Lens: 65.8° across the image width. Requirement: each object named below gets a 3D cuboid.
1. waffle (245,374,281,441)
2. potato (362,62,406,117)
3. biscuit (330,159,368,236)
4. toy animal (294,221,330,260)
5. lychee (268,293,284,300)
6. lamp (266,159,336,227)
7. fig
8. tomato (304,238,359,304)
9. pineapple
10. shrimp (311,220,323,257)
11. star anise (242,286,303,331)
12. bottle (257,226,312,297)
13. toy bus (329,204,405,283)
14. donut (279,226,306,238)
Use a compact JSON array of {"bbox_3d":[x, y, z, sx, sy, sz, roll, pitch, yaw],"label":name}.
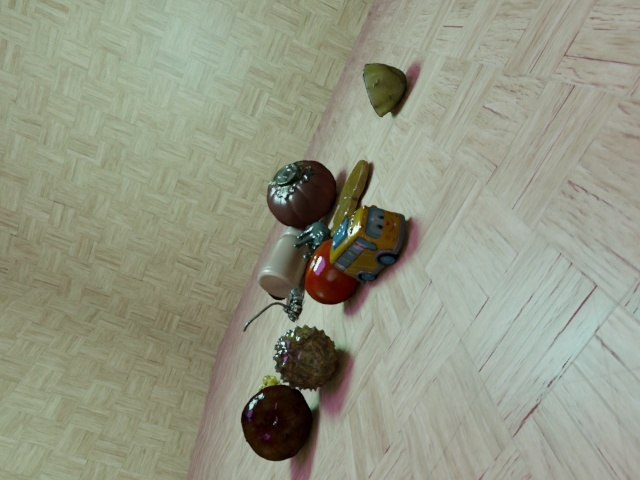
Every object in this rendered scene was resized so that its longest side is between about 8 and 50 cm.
[{"bbox_3d":[-0.209,0.591,1.763,0.219,0.057,0.229,-80,16,-46],"label":"waffle"},{"bbox_3d":[0.227,-0.518,1.644,0.117,0.182,0.202,-17,20,27],"label":"potato"},{"bbox_3d":[0.104,-0.143,1.707,0.202,0.044,0.289,139,149,-67],"label":"biscuit"},{"bbox_3d":[-0.020,0.007,1.822,0.137,0.082,0.269,-35,17,7],"label":"toy animal"},{"bbox_3d":[-0.174,0.203,2.165,0.128,0.123,0.124,-13,48,34],"label":"lychee"},{"bbox_3d":[-0.078,-0.195,2.058,0.302,0.257,0.303,-17,48,20],"label":"lamp"},{"bbox_3d":[-0.135,0.502,1.319,0.290,0.190,0.191,126,162,-47],"label":"fig"},{"bbox_3d":[0.037,0.088,1.365,0.195,0.135,0.195,-158,90,-81],"label":"tomato"},{"bbox_3d":[-0.046,0.315,1.345,0.361,0.174,0.175,106,-176,-78],"label":"pineapple"},{"bbox_3d":[0.000,0.000,1.964,0.091,0.034,0.161,-9,65,63],"label":"shrimp"},{"bbox_3d":[-0.180,0.262,1.872,0.148,0.227,0.219,-41,39,52],"label":"star anise"},{"bbox_3d":[-0.134,0.086,2.073,0.207,0.172,0.297,83,-158,-49],"label":"bottle"},{"bbox_3d":[0.107,0.003,1.202,0.209,0.136,0.126,130,159,-53],"label":"toy bus"},{"bbox_3d":[-0.136,0.001,2.330,0.272,0.107,0.272,-157,90,-83],"label":"donut"}]
